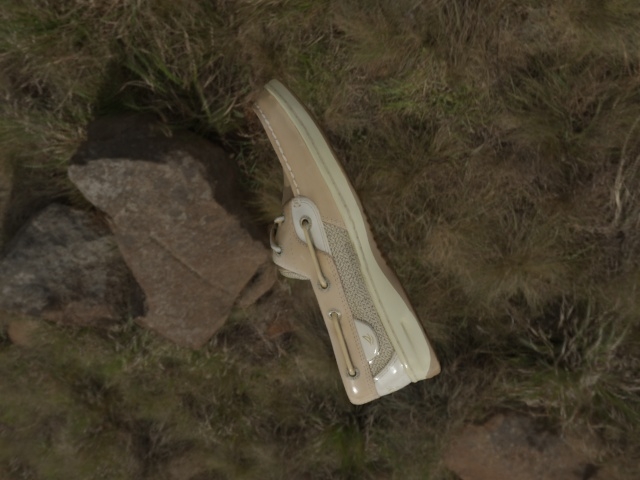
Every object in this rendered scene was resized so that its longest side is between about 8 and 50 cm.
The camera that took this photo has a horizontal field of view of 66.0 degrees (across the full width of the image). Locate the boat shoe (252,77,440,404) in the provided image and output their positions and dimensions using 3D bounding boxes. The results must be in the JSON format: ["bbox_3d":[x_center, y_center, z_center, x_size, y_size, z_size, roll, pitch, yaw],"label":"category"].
[{"bbox_3d":[0.000,0.000,0.502,0.110,0.121,0.341,-27,84,6],"label":"boat shoe"}]
